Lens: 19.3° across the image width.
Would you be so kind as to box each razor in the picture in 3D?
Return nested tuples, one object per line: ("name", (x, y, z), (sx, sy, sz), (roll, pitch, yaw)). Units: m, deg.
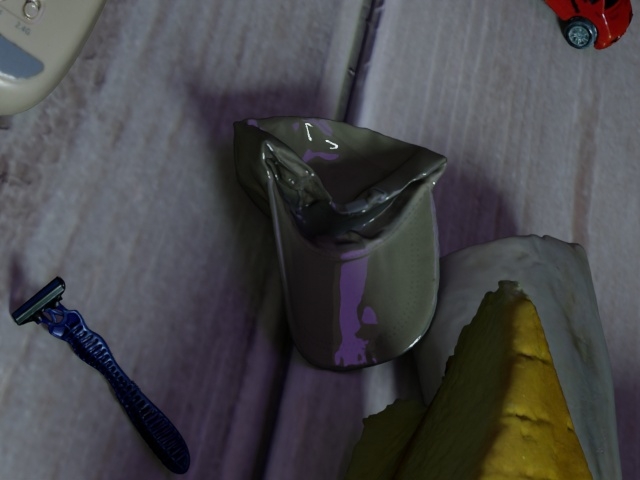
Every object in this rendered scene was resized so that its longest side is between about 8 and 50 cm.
("razor", (-0.136, 0.092, 1.249), (0.154, 0.044, 0.028), (49, 14, -4))

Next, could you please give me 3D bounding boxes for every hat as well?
("hat", (0.000, 0.000, 1.429), (0.166, 0.144, 0.173), (7, 100, -31))

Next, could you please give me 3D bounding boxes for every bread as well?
("bread", (0.043, 0.199, 1.183), (0.244, 0.233, 0.362), (13, 48, -33))

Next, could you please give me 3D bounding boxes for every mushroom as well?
("mushroom", (0.152, 0.145, 1.395), (0.154, 0.137, 0.407), (37, 34, -35))

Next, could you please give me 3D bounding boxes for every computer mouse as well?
("computer mouse", (-0.212, -0.203, 1.320), (0.145, 0.082, 0.237), (31, 72, -34))

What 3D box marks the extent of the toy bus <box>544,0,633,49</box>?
("toy bus", (0.237, -0.277, 1.818), (0.195, 0.089, 0.081), (46, 41, -5))
